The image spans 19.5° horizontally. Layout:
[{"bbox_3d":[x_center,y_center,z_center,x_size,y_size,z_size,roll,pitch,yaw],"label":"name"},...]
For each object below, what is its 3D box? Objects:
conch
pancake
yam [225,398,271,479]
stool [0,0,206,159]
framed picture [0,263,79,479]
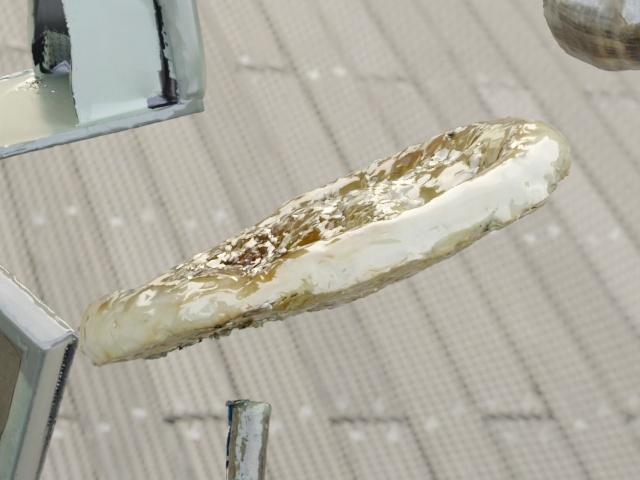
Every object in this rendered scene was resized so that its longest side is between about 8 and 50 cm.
[{"bbox_3d":[0.297,-0.221,1.472,0.159,0.291,0.210,29,77,32],"label":"conch"},{"bbox_3d":[0.001,0.002,1.217,0.356,0.065,0.356,-22,9,4],"label":"pancake"},{"bbox_3d":[-0.052,0.170,1.226,0.033,0.027,0.129,9,77,-20],"label":"yam"},{"bbox_3d":[-0.234,-0.189,1.219,0.270,0.243,0.170,-16,22,-14],"label":"stool"},{"bbox_3d":[-0.104,0.043,0.398,0.109,0.149,0.011,39,41,24],"label":"framed picture"}]
